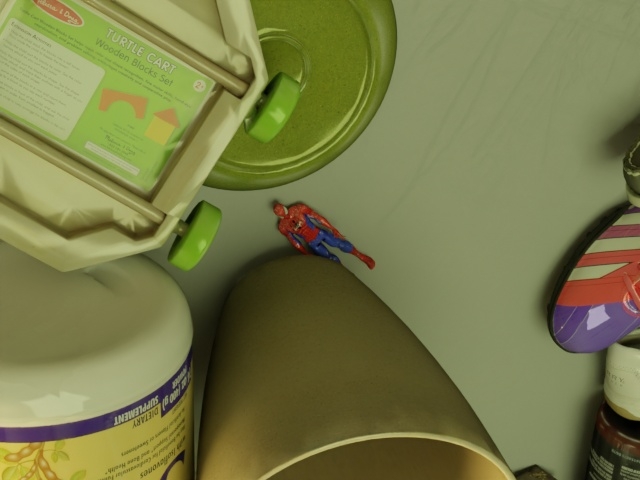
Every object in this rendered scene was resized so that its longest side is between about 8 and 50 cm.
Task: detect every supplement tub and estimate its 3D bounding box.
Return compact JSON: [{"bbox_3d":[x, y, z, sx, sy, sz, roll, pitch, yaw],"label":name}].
[{"bbox_3d":[-0.221,0.188,1.235,0.241,0.241,0.331,-8,120,-17],"label":"supplement tub"},{"bbox_3d":[0.320,0.258,1.563,0.106,0.106,0.198,-5,120,-18],"label":"supplement tub"}]

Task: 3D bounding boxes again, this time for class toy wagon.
[{"bbox_3d":[-0.149,-0.146,1.146,0.267,0.068,0.344,30,99,-15],"label":"toy wagon"}]

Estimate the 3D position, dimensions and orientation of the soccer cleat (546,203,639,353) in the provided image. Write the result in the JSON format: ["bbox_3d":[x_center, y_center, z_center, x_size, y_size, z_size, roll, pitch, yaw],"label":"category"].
[{"bbox_3d":[0.350,0.003,1.424,0.318,0.116,0.108,-40,124,3],"label":"soccer cleat"}]

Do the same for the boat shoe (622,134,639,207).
[{"bbox_3d":[0.383,-0.146,1.364,0.305,0.109,0.091,-37,124,-5],"label":"boat shoe"}]

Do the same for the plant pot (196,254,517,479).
[{"bbox_3d":[0.005,0.146,1.265,0.256,0.274,0.256,-8,133,-9],"label":"plant pot"}]

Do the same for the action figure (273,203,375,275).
[{"bbox_3d":[0.000,0.000,1.344,0.115,0.030,0.038,37,105,-31],"label":"action figure"}]

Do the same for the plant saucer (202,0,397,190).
[{"bbox_3d":[-0.044,-0.141,1.242,0.241,0.037,0.241,-9,121,-16],"label":"plant saucer"}]

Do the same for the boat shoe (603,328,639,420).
[{"bbox_3d":[0.413,0.096,1.512,0.277,0.098,0.096,-16,123,-11],"label":"boat shoe"}]

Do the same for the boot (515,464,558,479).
[{"bbox_3d":[0.236,0.288,1.591,0.106,0.037,0.114,2,112,-24],"label":"boot"}]
